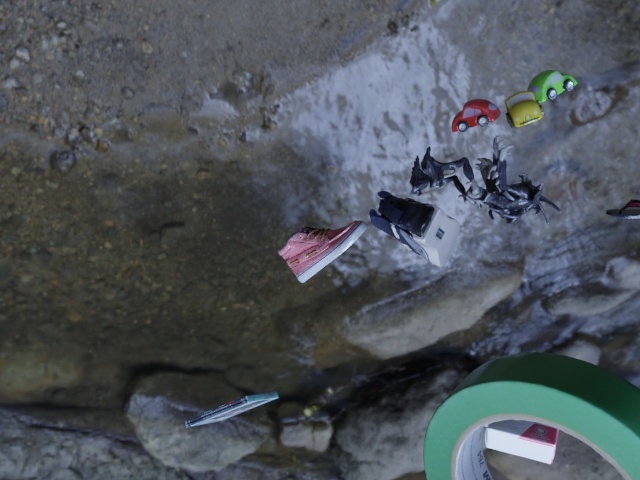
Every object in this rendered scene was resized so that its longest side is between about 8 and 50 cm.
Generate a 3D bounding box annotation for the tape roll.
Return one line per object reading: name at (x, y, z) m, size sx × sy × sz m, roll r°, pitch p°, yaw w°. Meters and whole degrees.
tape roll at (0.280, 0.293, 0.790) m, size 0.077 × 0.321 × 0.321 m, roll -27°, pitch 149°, yaw -46°

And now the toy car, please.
toy car at (0.385, -0.274, 1.258) m, size 0.225 × 0.239 × 0.053 m, roll -28°, pitch 106°, yaw -17°

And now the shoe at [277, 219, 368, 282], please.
shoe at (0.000, 0.000, 1.210) m, size 0.178 × 0.063 × 0.081 m, roll -39°, pitch 93°, yaw 30°

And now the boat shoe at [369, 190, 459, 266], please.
boat shoe at (0.234, -0.036, 1.629) m, size 0.127 × 0.158 × 0.340 m, roll -63°, pitch 155°, yaw -6°

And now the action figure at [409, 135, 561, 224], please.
action figure at (0.321, -0.118, 1.268) m, size 0.276 × 0.140 × 0.164 m, roll 14°, pitch 161°, yaw -4°

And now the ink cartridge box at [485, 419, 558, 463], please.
ink cartridge box at (0.499, 0.408, 1.608) m, size 0.159 × 0.218 × 0.092 m, roll 10°, pitch 135°, yaw 21°

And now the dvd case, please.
dvd case at (-0.135, 0.258, 1.017) m, size 0.119 × 0.013 × 0.087 m, roll -25°, pitch 162°, yaw 22°

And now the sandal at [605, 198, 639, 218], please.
sandal at (0.770, -0.077, 1.569) m, size 0.179 × 0.067 × 0.040 m, roll -1°, pitch 106°, yaw 15°
